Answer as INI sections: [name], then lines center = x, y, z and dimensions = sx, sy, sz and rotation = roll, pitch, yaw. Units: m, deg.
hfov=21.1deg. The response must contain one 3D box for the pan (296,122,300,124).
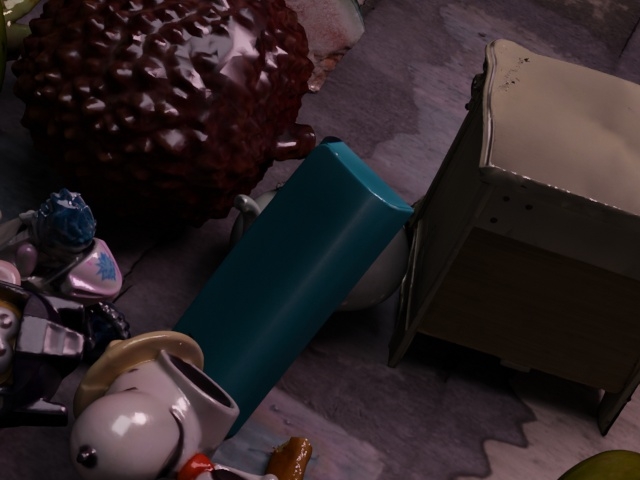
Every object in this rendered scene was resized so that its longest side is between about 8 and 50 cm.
[pan]
center = -0.106, -0.131, 2.044
dimensions = 0.212, 0.040, 0.115
rotation = -8, 55, -32

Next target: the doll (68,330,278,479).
[doll]
center = -0.111, 0.210, 1.592
dimensions = 0.271, 0.144, 0.208
rotation = 31, 29, -3

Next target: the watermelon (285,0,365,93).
[watermelon]
center = -0.096, -0.325, 2.154
dimensions = 0.305, 0.224, 0.180
rotation = 27, 76, -14

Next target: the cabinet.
[cabinet]
center = 0.254, 0.001, 1.867
dimensions = 0.290, 0.318, 0.227
rotation = 17, 42, -8

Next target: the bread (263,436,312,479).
[bread]
center = -0.034, 0.232, 1.685
dimensions = 0.036, 0.047, 0.083
rotation = 47, 37, -21

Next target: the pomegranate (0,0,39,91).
[pomegranate]
center = -0.433, -0.222, 1.834
dimensions = 0.260, 0.260, 0.341
rotation = 43, 40, 20

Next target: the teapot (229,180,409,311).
[teapot]
center = 0.000, 0.000, 1.844
dimensions = 0.193, 0.129, 0.294
rotation = 12, 14, 34

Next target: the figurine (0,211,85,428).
[figurine]
center = -0.357, 0.092, 1.569
dimensions = 0.309, 0.308, 0.143
rotation = 18, 3, -7

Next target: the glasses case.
[glasses case]
center = -0.049, 0.046, 1.683
dimensions = 0.117, 0.301, 0.070
rotation = 45, 19, 24

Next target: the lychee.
[lychee]
center = -0.160, -0.159, 1.842
dimensions = 0.330, 0.306, 0.306
rotation = 25, 40, 3

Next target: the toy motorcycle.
[toy motorcycle]
center = -0.284, 0.008, 1.677
dimensions = 0.239, 0.204, 0.108
rotation = 15, 44, -9

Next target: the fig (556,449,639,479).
[fig]
center = 0.281, 0.315, 1.663
dimensions = 0.225, 0.203, 0.203
rotation = -34, 60, -5
